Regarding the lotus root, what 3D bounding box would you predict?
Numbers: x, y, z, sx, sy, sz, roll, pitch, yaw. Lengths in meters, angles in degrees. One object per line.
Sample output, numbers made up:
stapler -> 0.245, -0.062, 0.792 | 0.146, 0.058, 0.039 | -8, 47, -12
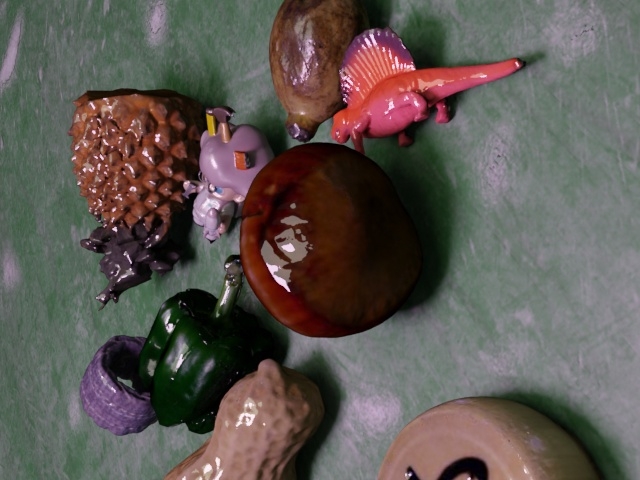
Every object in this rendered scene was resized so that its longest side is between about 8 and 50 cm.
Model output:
lotus root -> -0.007, -0.233, 1.173 | 0.138, 0.138, 0.214 | 23, 104, 49

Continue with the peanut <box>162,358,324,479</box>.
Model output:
peanut -> -0.095, 0.291, 1.209 | 0.291, 0.159, 0.143 | -54, 13, 19

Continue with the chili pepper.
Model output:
chili pepper -> -0.146, 0.138, 1.265 | 0.261, 0.165, 0.174 | -57, 24, 12

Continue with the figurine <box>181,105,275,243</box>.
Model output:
figurine -> -0.132, -0.093, 1.322 | 0.137, 0.112, 0.229 | 55, 136, 31

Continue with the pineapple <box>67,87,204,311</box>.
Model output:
pineapple -> -0.293, -0.061, 1.449 | 0.223, 0.223, 0.357 | 18, 108, 50

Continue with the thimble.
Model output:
thimble -> -0.308, 0.232, 1.462 | 0.098, 0.150, 0.150 | -58, 47, 30

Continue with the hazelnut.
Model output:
hazelnut -> 0.000, 0.000, 1.066 | 0.229, 0.229, 0.229 | -8, 79, 49

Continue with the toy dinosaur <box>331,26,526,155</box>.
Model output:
toy dinosaur -> 0.102, -0.197, 1.060 | 0.286, 0.070, 0.139 | -28, 78, 42

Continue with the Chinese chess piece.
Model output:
Chinese chess piece -> 0.167, 0.288, 0.919 | 0.257, 0.104, 0.257 | -9, 78, 49
